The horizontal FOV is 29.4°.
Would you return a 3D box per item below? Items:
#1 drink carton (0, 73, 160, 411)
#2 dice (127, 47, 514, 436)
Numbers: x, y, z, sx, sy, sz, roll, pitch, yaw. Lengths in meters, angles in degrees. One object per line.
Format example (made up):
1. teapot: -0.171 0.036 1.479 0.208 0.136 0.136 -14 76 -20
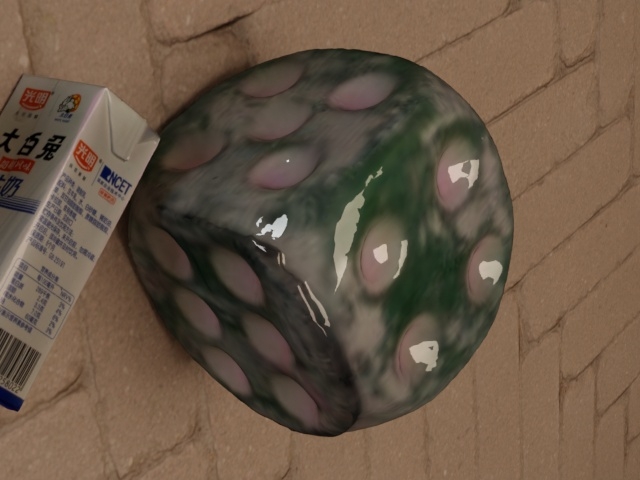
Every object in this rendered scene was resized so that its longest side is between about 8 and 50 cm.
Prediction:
1. drink carton: -0.292 -0.006 1.192 0.106 0.130 0.315 46 64 -52
2. dice: 0.000 0.000 1.410 0.348 0.330 0.328 -47 131 -32
